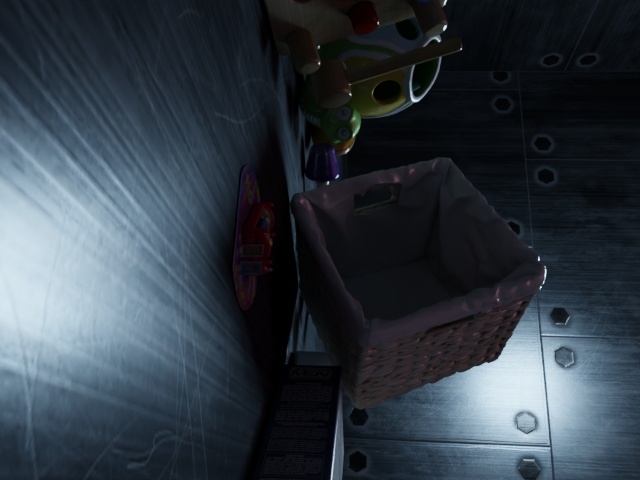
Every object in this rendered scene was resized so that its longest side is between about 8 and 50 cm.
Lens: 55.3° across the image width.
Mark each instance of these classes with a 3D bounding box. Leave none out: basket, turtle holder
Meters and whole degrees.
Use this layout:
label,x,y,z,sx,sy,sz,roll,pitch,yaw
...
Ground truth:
label,x,y,z,sx,sy,sz,roll,pitch,yaw
basket,0.150,0.072,1.091,0.266,0.328,0.331,90,-22,-45
turtle holder,0.089,-0.349,1.181,0.320,0.227,0.243,-36,141,-47

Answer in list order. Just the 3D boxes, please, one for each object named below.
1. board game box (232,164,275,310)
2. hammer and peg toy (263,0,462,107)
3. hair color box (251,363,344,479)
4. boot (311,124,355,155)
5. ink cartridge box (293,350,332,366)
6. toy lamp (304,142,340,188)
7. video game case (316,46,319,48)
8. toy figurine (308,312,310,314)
label,x,y,z,sx,sy,sz,roll,pitch,yaw
board game box,-0.069,-0.002,0.711,0.133,0.033,0.168,77,15,-71
hammer and peg toy,0.058,-0.330,0.814,0.361,0.266,0.127,69,4,-75
hair color box,-0.025,0.337,0.882,0.347,0.105,0.173,-72,162,-73
boot,0.017,-0.346,1.389,0.295,0.104,0.211,-89,171,-48
ink cartridge box,-0.005,0.301,1.229,0.208,0.087,0.153,71,21,-79
toy lamp,0.007,-0.079,1.342,0.080,0.080,0.274,-81,170,-59
video game case,-0.024,-0.475,0.970,0.269,0.061,0.244,-84,174,-49
toy figurine,0.078,0.123,1.392,0.209,0.148,0.213,-51,164,-18
